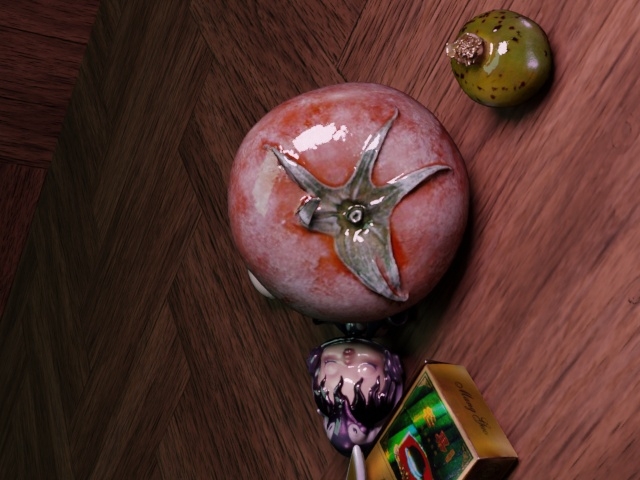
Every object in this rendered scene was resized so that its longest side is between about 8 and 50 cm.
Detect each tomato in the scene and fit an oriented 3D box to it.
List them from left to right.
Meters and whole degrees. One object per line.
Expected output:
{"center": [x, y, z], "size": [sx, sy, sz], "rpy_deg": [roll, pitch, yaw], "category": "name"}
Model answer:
{"center": [0.035, -0.049, 1.187], "size": [0.282, 0.317, 0.316], "rpy_deg": [-89, 13, -80], "category": "tomato"}

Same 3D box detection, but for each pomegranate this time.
{"center": [0.217, -0.224, 1.106], "size": [0.130, 0.130, 0.130], "rpy_deg": [-21, 65, 56], "category": "pomegranate"}

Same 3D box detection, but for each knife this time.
{"center": [0.033, 0.426, 1.272], "size": [0.061, 0.027, 0.343], "rpy_deg": [-119, 31, -56], "category": "knife"}

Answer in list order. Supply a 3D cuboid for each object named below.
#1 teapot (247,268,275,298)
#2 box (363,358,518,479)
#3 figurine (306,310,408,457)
{"center": [-0.069, 0.022, 1.571], "size": [0.226, 0.092, 0.145], "rpy_deg": [-48, 45, 39], "category": "teapot"}
{"center": [0.136, 0.292, 1.168], "size": [0.240, 0.071, 0.159], "rpy_deg": [-64, 33, 31], "category": "box"}
{"center": [0.048, 0.195, 1.297], "size": [0.145, 0.145, 0.222], "rpy_deg": [-20, 56, 56], "category": "figurine"}
